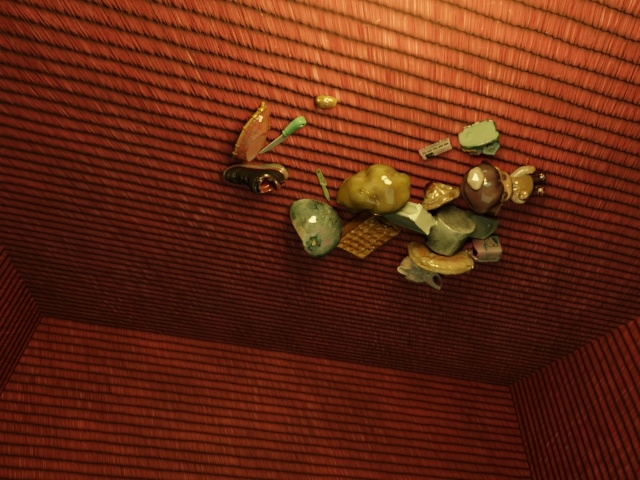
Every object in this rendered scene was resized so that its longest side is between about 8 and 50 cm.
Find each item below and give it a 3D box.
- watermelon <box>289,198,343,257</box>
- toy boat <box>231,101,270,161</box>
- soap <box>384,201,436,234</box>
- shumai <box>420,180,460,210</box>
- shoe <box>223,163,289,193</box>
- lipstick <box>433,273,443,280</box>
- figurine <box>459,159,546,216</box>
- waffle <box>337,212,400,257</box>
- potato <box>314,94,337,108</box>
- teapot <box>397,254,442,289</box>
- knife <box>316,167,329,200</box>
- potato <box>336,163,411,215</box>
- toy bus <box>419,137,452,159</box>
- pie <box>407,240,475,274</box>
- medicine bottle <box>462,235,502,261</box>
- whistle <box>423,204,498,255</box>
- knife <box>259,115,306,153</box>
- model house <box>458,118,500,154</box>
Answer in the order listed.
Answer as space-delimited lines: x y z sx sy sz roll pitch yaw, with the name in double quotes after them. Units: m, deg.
-0.006 -0.054 1.965 0.188 0.175 0.322 -27 120 27 "watermelon"
-0.283 -0.414 1.647 0.141 0.099 0.318 -20 161 -44 "toy boat"
0.384 -0.119 1.835 0.150 0.261 0.094 32 89 -36 "soap"
0.517 -0.209 1.819 0.201 0.201 0.120 -24 94 30 "shumai"
-0.289 -0.264 1.794 0.291 0.137 0.114 1 140 5 "shoe"
0.693 0.122 2.270 0.051 0.051 0.312 5 140 1 "lipstick"
0.779 -0.219 1.708 0.365 0.206 0.217 0 116 3 "figurine"
0.240 -0.041 2.072 0.213 0.091 0.308 26 137 -27 "waffle"
0.020 -0.523 1.527 0.084 0.040 0.051 5 146 0 "potato"
0.558 0.167 2.258 0.298 0.139 0.204 21 134 -13 "teapot"
0.017 -0.256 1.879 0.030 0.014 0.207 -7 139 16 "knife"
0.227 -0.215 1.775 0.351 0.202 0.218 -15 132 36 "potato"
0.475 -0.376 1.666 0.131 0.052 0.037 -20 138 26 "toy bus"
0.598 0.078 2.001 0.338 0.337 0.075 8 120 -5 "pie"
0.835 0.045 2.108 0.188 0.119 0.094 -3 140 8 "medicine bottle"
0.674 -0.066 1.978 0.405 0.188 0.168 -16 145 -31 "whistle"
-0.156 -0.427 1.658 0.260 0.063 0.034 -29 88 35 "knife"
0.645 -0.382 1.608 0.148 0.119 0.149 -21 143 27 "model house"
